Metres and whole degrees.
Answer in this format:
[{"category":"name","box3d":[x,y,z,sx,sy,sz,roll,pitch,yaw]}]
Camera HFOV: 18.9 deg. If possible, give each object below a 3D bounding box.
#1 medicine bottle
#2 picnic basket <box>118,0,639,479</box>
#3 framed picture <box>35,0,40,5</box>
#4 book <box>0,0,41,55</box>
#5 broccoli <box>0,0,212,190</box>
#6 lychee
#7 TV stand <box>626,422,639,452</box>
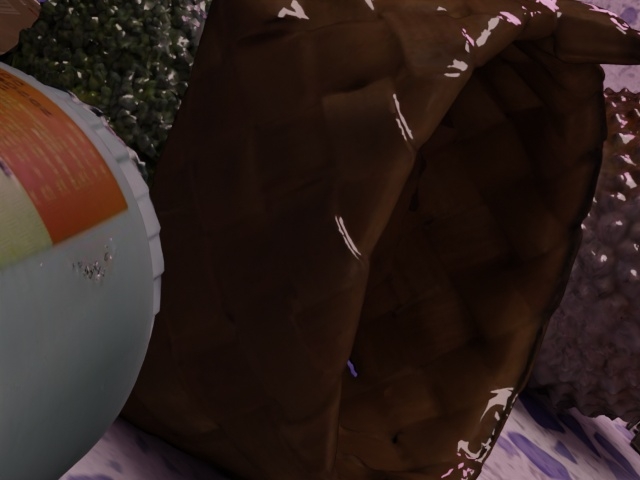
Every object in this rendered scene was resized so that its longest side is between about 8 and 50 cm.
[{"category":"medicine bottle","box3d":[-0.144,0.027,0.527,0.158,0.158,0.318,42,11,2]},{"category":"picnic basket","box3d":[0.099,0.030,0.934,0.337,0.293,0.337,18,6,-2]},{"category":"framed picture","box3d":[-0.184,-0.117,1.292,0.192,0.018,0.265,39,11,-15]},{"category":"book","box3d":[-0.228,-0.160,1.216,0.138,0.016,0.198,44,10,4]},{"category":"broccoli","box3d":[-0.088,-0.082,1.113,0.198,0.176,0.226,2,-19,-10]},{"category":"lychee","box3d":[0.259,0.016,1.608,0.300,0.300,0.300,40,11,-10]},{"category":"TV stand","box3d":[0.329,0.174,1.862,0.042,0.036,0.249,45,12,11]}]
